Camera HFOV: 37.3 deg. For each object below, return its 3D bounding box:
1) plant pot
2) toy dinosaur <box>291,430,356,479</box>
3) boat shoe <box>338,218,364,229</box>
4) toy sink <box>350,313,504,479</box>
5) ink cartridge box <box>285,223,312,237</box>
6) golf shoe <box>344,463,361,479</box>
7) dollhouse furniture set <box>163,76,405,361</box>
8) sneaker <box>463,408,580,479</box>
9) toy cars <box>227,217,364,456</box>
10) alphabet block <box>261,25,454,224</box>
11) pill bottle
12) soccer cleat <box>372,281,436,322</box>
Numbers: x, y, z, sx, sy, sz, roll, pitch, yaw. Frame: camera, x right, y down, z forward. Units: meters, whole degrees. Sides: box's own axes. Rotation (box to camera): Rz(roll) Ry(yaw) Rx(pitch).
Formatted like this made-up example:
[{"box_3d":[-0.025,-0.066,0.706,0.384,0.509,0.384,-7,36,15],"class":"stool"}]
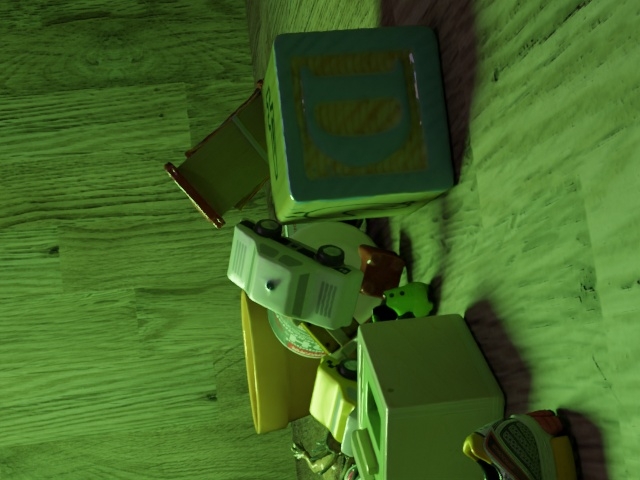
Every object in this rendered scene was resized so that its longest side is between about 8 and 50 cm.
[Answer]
[{"box_3d":[-0.043,0.227,1.886,0.291,0.204,0.290,174,90,-83],"class":"plant pot"},{"box_3d":[0.044,0.460,1.760,0.200,0.127,0.295,146,112,-73],"class":"toy dinosaur"},{"box_3d":[0.031,-0.114,1.484,0.305,0.109,0.091,90,167,-54],"class":"boat shoe"},{"box_3d":[0.109,0.223,1.046,0.152,0.131,0.234,-108,14,-58],"class":"toy sink"},{"box_3d":[0.000,0.000,1.707,0.052,0.123,0.088,105,158,-68],"class":"ink cartridge box"},{"box_3d":[0.085,0.501,1.541,0.120,0.105,0.272,-137,41,-68],"class":"golf shoe"},{"box_3d":[-0.031,-0.028,1.345,0.374,0.201,0.152,50,176,-10],"class":"dollhouse furniture set"},{"box_3d":[0.168,0.258,0.787,0.088,0.093,0.225,115,148,-75],"class":"sneaker"},{"box_3d":[0.005,0.137,1.184,0.176,0.087,0.393,-31,90,36],"class":"toy cars"},{"box_3d":[0.036,-0.130,1.127,0.197,0.193,0.193,134,132,-81],"class":"alphabet block"},{"box_3d":[0.001,0.098,1.576,0.318,0.177,0.176,107,156,-71],"class":"pill bottle"},{"box_3d":[0.101,0.110,1.237,0.178,0.072,0.060,95,167,-54],"class":"soccer cleat"}]
